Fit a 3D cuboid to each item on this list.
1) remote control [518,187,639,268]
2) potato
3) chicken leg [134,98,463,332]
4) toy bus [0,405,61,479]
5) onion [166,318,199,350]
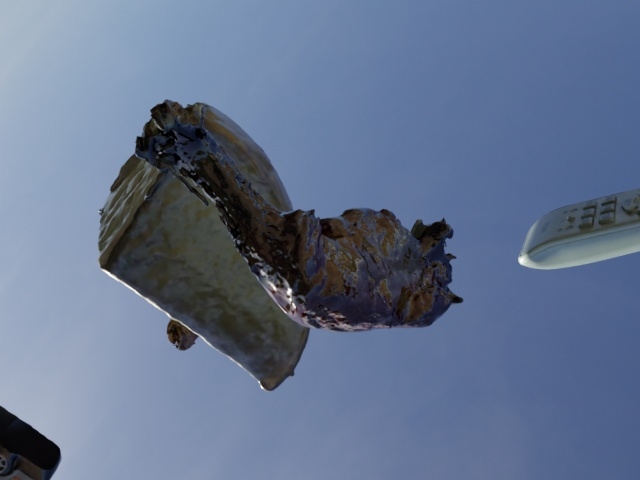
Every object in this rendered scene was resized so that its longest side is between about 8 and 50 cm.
[{"bbox_3d":[0.340,-0.027,0.687,0.294,0.051,0.103,-18,-166,30],"label":"remote control"},{"bbox_3d":[-0.095,-0.007,0.784,0.189,0.264,0.211,-46,-159,5],"label":"potato"},{"bbox_3d":[0.000,0.000,0.434,0.051,0.253,0.105,-25,-130,42],"label":"chicken leg"},{"bbox_3d":[-0.325,0.178,0.646,0.072,0.172,0.057,-50,-170,11],"label":"toy bus"},{"bbox_3d":[-0.137,0.050,0.934,0.195,0.139,0.218,22,-143,17],"label":"onion"}]
